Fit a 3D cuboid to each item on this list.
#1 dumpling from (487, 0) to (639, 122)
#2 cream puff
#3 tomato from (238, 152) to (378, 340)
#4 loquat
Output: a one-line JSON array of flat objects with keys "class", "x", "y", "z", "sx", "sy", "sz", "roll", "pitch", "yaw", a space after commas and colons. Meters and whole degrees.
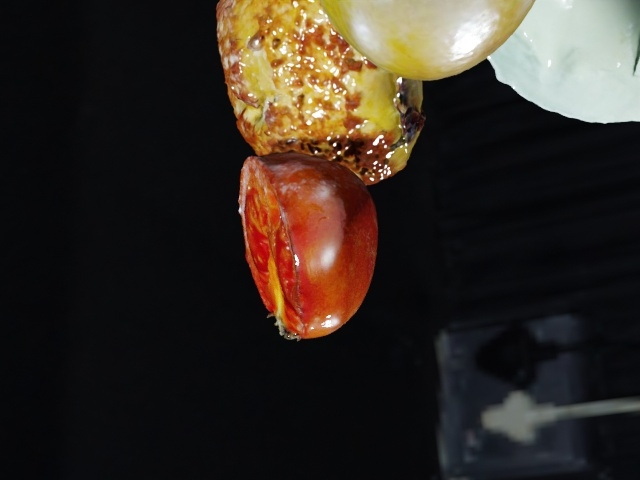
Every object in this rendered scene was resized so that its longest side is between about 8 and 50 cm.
[{"class": "dumpling", "x": 0.353, "y": -0.293, "z": 2.184, "sx": 0.270, "sy": 0.321, "sz": 0.212, "roll": 35, "pitch": -161, "yaw": -13}, {"class": "cream puff", "x": -0.002, "y": -0.152, "z": 1.524, "sx": 0.164, "sy": 0.240, "sz": 0.240, "roll": -2, "pitch": -101, "yaw": -13}, {"class": "tomato", "x": 0.000, "y": 0.000, "z": 1.429, "sx": 0.159, "sy": 0.091, "sz": 0.139, "roll": -135, "pitch": 35, "yaw": -69}, {"class": "loquat", "x": 0.077, "y": -0.221, "z": 1.302, "sx": 0.179, "sy": 0.179, "sz": 0.227, "roll": -50, "pitch": -24, "yaw": -50}]
